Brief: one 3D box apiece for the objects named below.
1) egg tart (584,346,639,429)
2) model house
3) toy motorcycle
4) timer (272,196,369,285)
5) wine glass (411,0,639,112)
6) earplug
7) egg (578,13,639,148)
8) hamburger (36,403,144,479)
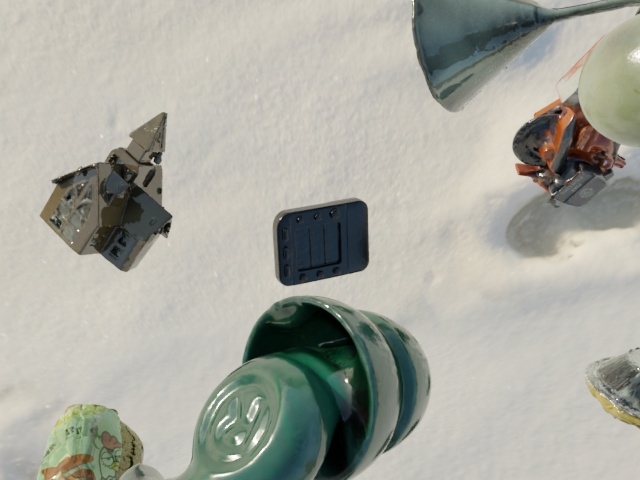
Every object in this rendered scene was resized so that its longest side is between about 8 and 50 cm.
[{"bbox_3d":[0.571,0.251,1.418,0.234,0.234,0.094,15,112,1],"label":"egg tart"},{"bbox_3d":[-0.300,-0.094,1.347,0.176,0.181,0.248,40,108,15],"label":"model house"},{"bbox_3d":[0.410,-0.173,1.079,0.221,0.326,0.148,22,43,-23],"label":"toy motorcycle"},{"bbox_3d":[0.000,0.000,1.553,0.187,0.055,0.144,-10,111,-23],"label":"timer"},{"bbox_3d":[0.377,-0.355,1.314,0.405,0.267,0.267,-3,75,29],"label":"wine glass"},{"bbox_3d":[-0.027,0.165,0.721,0.280,0.258,0.164,-8,40,-37],"label":"earplug"},{"bbox_3d":[0.284,-0.133,0.683,0.114,0.152,0.114,2,86,-34],"label":"egg"},{"bbox_3d":[-0.385,0.410,1.476,0.235,0.125,0.214,45,34,-23],"label":"hamburger"}]
